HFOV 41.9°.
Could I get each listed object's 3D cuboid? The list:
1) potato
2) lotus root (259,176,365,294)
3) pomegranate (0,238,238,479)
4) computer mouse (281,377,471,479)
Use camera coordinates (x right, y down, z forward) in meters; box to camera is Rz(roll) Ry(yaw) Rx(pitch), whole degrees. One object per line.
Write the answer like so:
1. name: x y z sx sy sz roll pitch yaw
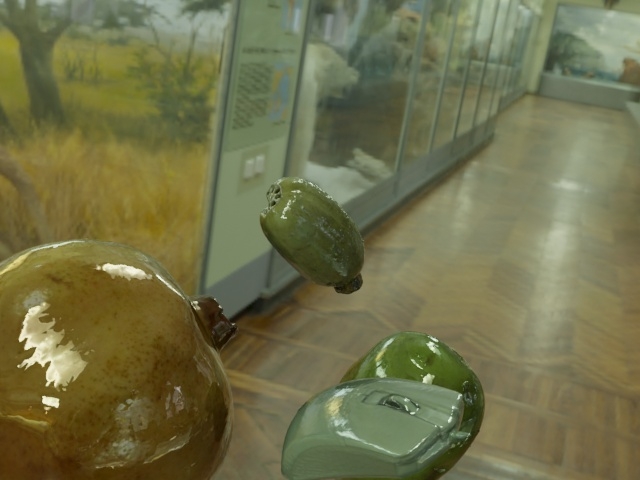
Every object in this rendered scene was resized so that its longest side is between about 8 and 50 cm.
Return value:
1. potato: 0.119 0.271 1.260 0.216 0.304 0.215 15 36 -11
2. lotus root: 0.001 0.000 0.935 0.077 0.090 0.183 -7 -39 34
3. pomegranate: -0.290 0.181 1.081 0.417 0.416 0.416 9 15 -2
4. computer mouse: 0.032 0.135 0.616 0.182 0.056 0.089 -16 19 47
